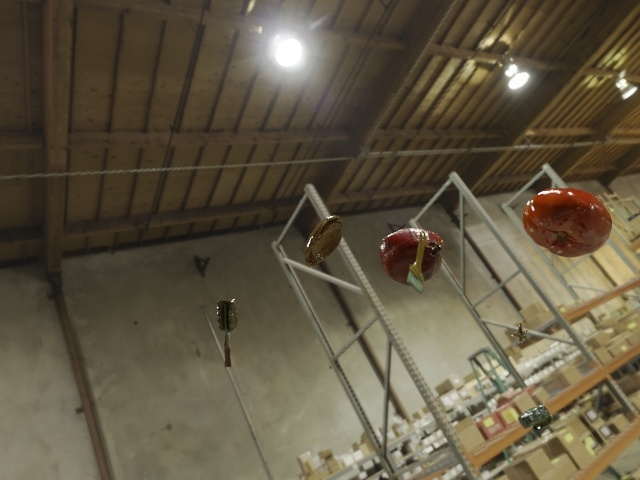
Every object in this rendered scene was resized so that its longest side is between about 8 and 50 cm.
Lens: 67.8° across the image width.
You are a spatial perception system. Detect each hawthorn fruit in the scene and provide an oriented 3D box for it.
[{"bbox_3d":[0.423,0.065,2.105,0.265,0.266,0.307,-6,-12,-42],"label":"hawthorn fruit"}]

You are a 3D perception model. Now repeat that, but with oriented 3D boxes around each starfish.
[{"bbox_3d":[0.785,0.364,1.868,0.086,0.092,0.016,11,-19,-19],"label":"starfish"}]

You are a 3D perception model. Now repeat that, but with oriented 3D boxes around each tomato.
[{"bbox_3d":[0.794,-0.068,1.541,0.180,0.259,0.260,-60,-12,-26],"label":"tomato"}]

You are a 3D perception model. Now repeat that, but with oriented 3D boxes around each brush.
[{"bbox_3d":[-0.388,0.389,1.991,0.084,0.301,0.071,3,13,12],"label":"brush"},{"bbox_3d":[0.303,0.057,1.469,0.010,0.218,0.082,-16,-45,38],"label":"brush"}]

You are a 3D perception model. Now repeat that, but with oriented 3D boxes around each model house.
[{"bbox_3d":[0.646,0.547,1.447,0.083,0.066,0.079,-12,-32,-25],"label":"model house"}]

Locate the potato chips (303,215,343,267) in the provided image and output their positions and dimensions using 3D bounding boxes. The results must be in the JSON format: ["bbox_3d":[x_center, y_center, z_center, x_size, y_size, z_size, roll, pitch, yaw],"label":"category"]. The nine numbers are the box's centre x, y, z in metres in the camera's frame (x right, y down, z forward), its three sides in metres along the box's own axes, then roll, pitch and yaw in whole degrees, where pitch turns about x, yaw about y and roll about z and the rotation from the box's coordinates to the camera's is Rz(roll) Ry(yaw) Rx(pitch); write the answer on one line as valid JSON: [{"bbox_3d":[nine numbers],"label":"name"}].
[{"bbox_3d":[0.000,-0.001,1.681,0.208,0.061,0.195,-59,-25,-2],"label":"potato chips"}]
